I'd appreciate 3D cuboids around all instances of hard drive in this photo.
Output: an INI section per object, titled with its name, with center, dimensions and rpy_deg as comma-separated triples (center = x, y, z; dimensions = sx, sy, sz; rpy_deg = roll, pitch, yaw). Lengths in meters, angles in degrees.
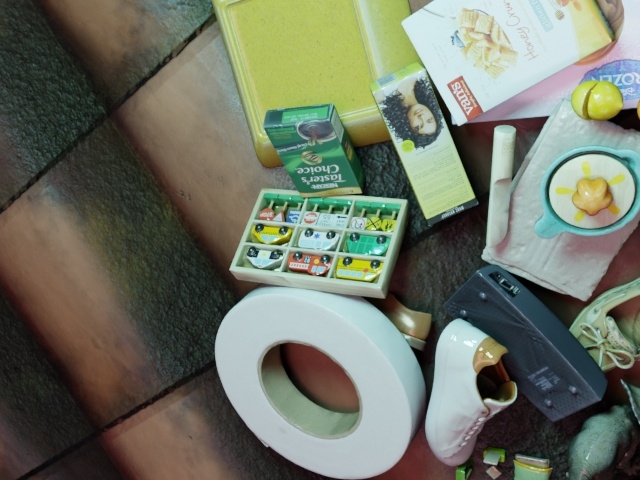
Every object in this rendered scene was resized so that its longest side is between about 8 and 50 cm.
[hard drive]
center = 0.314, 0.156, 1.338
dimensions = 0.255, 0.054, 0.172
rpy_deg = 47, 155, 10

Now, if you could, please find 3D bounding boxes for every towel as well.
[towel]
center = 0.368, -0.051, 1.260
dimensions = 0.187, 0.049, 0.282
rpy_deg = 24, 123, 0

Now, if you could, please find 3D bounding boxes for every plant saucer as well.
[plant saucer]
center = -0.016, -0.295, 1.374
dimensions = 0.332, 0.081, 0.333
rpy_deg = -11, 102, 27

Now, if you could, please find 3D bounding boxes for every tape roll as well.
[tape roll]
center = -0.006, 0.243, 1.507
dimensions = 0.392, 0.072, 0.392
rpy_deg = 17, 126, 24

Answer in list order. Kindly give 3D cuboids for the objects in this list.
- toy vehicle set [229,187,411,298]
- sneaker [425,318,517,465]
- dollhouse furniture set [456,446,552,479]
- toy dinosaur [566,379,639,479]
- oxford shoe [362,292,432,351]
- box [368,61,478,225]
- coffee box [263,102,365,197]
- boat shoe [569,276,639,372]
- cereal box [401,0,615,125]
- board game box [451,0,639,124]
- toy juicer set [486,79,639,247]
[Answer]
[toy vehicle set]
center = 0.000, 0.000, 1.425
dimensions = 0.267, 0.166, 0.035
rpy_deg = 6, 150, 23
[sneaker]
center = 0.244, 0.270, 1.388
dimensions = 0.123, 0.106, 0.290
rpy_deg = 25, 134, 36
[dollhouse furniture set]
center = 0.309, 0.399, 1.463
dimensions = 0.151, 0.058, 0.076
rpy_deg = 6, 110, 24
[toy dinosaur]
center = 0.417, 0.315, 1.304
dimensions = 0.121, 0.313, 0.160
rpy_deg = 36, 146, 40
[oxford shoe]
center = 0.092, 0.118, 1.479
dimensions = 0.212, 0.076, 0.076
rpy_deg = 20, 84, 21
[box]
center = 0.155, -0.143, 1.307
dimensions = 0.087, 0.058, 0.232
rpy_deg = -25, 114, 5
[coffee box]
center = -0.006, -0.138, 1.379
dimensions = 0.113, 0.040, 0.184
rpy_deg = -3, 145, 19
[boat shoe]
center = 0.462, 0.113, 1.278
dimensions = 0.104, 0.089, 0.285
rpy_deg = 44, 120, 6
[cereal box]
center = 0.252, -0.287, 1.190
dimensions = 0.240, 0.047, 0.173
rpy_deg = -28, 93, 30
[board game box]
center = 0.324, -0.334, 1.207
dimensions = 0.318, 0.066, 0.318
rpy_deg = -2, 106, 26
[toy juicer set]
center = 0.349, -0.099, 1.154
dimensions = 0.329, 0.089, 0.209
rpy_deg = -14, 116, 22
